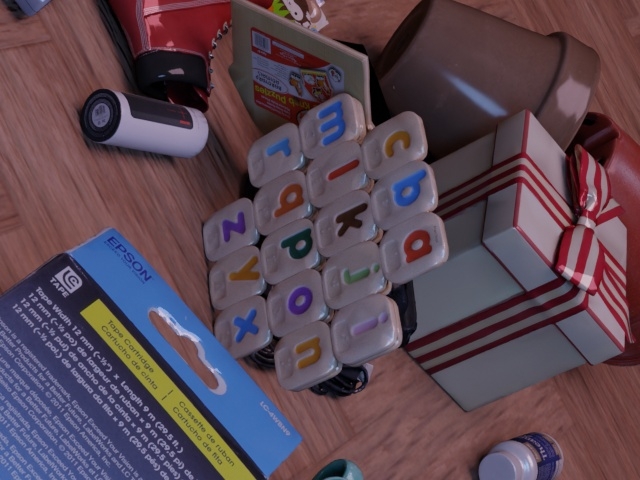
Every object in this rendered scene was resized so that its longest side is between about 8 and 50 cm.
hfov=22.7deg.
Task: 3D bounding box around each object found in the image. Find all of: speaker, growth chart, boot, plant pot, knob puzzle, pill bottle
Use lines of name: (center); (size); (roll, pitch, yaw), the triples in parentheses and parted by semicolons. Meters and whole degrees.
speaker: (-0.175, -0.116, 1.600); (0.136, 0.055, 0.055); (8, 60, -54)
growth chart: (-0.048, -0.310, 1.977); (0.172, 0.021, 0.237); (51, 33, -20)
boot: (-0.124, -0.218, 1.733); (0.244, 0.088, 0.176); (-7, 74, -51)
plant pot: (0.386, -0.016, 2.146); (0.265, 0.272, 0.272); (44, 35, -29)
knob puzzle: (-0.015, -0.149, 1.665); (0.030, 0.213, 0.213); (-43, 104, -34)
plant pot: (0.196, -0.199, 2.071); (0.229, 0.263, 0.263); (33, 38, -12)
pill bottle: (0.237, 0.269, 1.902); (0.120, 0.067, 0.067); (-5, 70, -58)

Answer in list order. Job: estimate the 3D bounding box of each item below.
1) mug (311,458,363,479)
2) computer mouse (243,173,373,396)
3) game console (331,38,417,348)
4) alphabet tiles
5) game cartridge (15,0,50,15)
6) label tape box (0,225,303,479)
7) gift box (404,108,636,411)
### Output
mug: (0.000, 0.293, 1.497); (0.129, 0.097, 0.158); (62, 30, 1)
computer mouse: (-0.014, 0.022, 1.715); (0.188, 0.072, 0.272); (27, 46, -43)
game console: (0.064, -0.048, 1.747); (0.361, 0.044, 0.213); (-94, 166, -47)
alphabet tiles: (0.000, 0.000, 1.550); (0.021, 0.278, 0.284); (27, 45, -46)
game cartridge: (-0.286, -0.364, 1.632); (0.196, 0.060, 0.294); (50, 32, -13)
label tape box: (-0.200, 0.167, 1.213); (0.249, 0.115, 0.348); (49, 36, 0)
gift box: (0.238, 0.027, 1.908); (0.276, 0.258, 0.255); (42, 37, -29)
